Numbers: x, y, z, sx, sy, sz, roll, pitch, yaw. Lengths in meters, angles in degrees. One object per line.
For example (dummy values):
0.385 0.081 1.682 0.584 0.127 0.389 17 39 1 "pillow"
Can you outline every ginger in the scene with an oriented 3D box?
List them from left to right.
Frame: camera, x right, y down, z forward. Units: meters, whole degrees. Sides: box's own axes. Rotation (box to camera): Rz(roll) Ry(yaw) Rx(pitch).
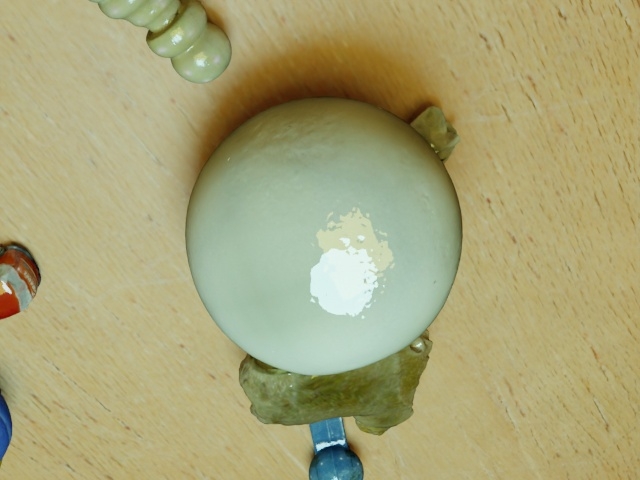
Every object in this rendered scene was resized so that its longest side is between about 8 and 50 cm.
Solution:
0.026 0.191 1.197 0.275 0.130 0.221 -24 129 11 "ginger"

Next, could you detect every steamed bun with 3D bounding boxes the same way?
0.000 0.000 0.990 0.324 0.206 0.324 4 111 12 "steamed bun"

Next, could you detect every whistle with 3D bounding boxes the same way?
0.020 0.331 1.299 0.090 0.090 0.158 -12 121 -2 "whistle"

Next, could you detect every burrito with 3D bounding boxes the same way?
0.085 -0.069 1.093 0.087 0.060 0.226 35 111 -16 "burrito"

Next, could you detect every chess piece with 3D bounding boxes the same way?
-0.168 -0.240 0.947 0.094 0.094 0.170 -36 126 12 "chess piece"

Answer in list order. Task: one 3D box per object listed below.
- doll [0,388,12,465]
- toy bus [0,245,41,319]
-0.508 0.292 1.150 0.242 0.160 0.311 -18 124 0 "doll"
-0.437 0.069 1.080 0.174 0.077 0.079 -16 121 1 "toy bus"
